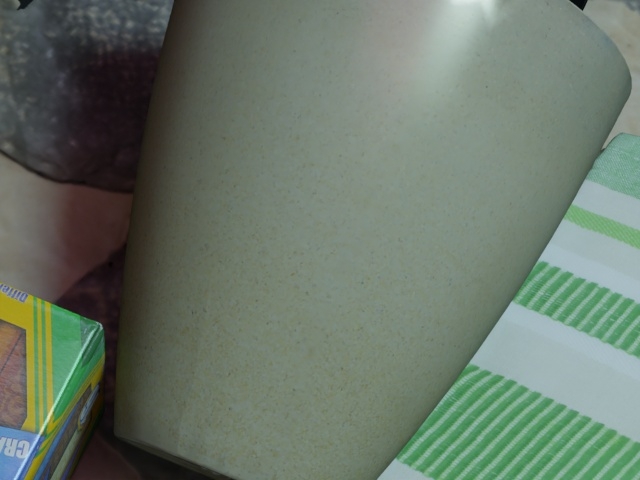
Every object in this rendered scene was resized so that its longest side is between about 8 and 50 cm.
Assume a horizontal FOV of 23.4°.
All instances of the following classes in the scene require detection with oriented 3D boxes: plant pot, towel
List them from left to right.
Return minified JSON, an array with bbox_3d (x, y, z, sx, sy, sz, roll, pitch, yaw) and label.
[{"bbox_3d":[0.000,0.000,0.828,0.256,0.256,0.274,21,78,3],"label":"plant pot"},{"bbox_3d":[0.192,0.091,0.874,0.247,0.038,0.325,25,60,24],"label":"towel"}]

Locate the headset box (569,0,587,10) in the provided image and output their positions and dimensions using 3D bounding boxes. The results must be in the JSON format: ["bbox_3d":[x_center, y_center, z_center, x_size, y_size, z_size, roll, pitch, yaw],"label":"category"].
[{"bbox_3d":[0.178,-0.324,0.976,0.131,0.283,0.246,24,63,4],"label":"headset box"}]

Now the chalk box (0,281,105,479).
[{"bbox_3d":[-0.211,0.130,0.775,0.132,0.132,0.213,22,62,3],"label":"chalk box"}]
